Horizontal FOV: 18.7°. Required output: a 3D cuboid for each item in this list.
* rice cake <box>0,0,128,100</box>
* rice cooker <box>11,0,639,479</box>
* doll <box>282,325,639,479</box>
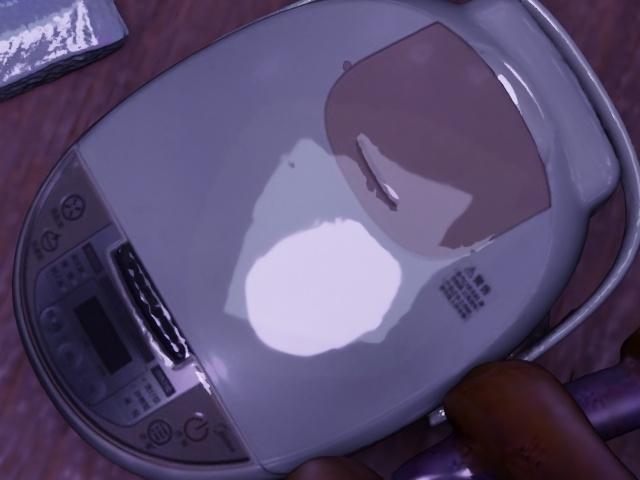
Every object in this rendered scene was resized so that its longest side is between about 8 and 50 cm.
[{"bbox_3d":[-0.157,-0.054,0.688,0.180,0.030,0.042,-23,85,-8],"label":"rice cake"},{"bbox_3d":[0.000,0.000,0.640,0.206,0.127,0.145,-28,82,-13],"label":"rice cooker"},{"bbox_3d":[0.122,0.147,0.590,0.340,0.209,0.317,-12,106,-5],"label":"doll"}]
